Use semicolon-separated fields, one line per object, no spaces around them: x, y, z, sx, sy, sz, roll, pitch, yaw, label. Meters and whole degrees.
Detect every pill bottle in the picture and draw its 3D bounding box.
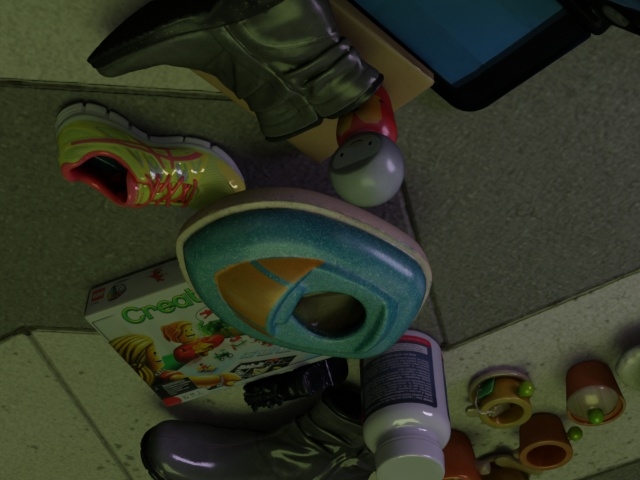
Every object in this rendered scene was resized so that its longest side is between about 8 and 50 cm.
0.103;0.208;1.286;0.108;0.180;0.108;0;134;0;pill bottle

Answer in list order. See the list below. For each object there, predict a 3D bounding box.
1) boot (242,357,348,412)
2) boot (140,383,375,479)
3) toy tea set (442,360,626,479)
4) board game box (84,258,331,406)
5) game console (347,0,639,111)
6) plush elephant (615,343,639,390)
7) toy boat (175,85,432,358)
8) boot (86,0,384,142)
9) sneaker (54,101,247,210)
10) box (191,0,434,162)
-0.032;0.177;1.324;0.099;0.121;0.045;-19;91;33;boot
-0.048;0.259;1.399;0.338;0.118;0.223;19;130;-33;boot
0.260;0.284;1.400;0.200;0.124;0.336;17;132;-16;toy tea set
-0.098;0.088;1.254;0.305;0.053;0.193;-19;131;17;board game box
0.137;-0.212;0.887;0.293;0.250;0.173;34;99;-29;game console
0.508;0.177;1.228;0.255;0.330;0.272;37;113;-4;plush elephant
0.000;0.000;1.036;0.267;0.148;0.318;15;130;-11;toy boat
-0.079;-0.149;0.945;0.246;0.083;0.161;-14;124;28;boot
-0.175;-0.062;1.077;0.208;0.094;0.081;17;131;-18;sneaker
-0.018;-0.170;1.007;0.201;0.021;0.164;35;134;-29;box
